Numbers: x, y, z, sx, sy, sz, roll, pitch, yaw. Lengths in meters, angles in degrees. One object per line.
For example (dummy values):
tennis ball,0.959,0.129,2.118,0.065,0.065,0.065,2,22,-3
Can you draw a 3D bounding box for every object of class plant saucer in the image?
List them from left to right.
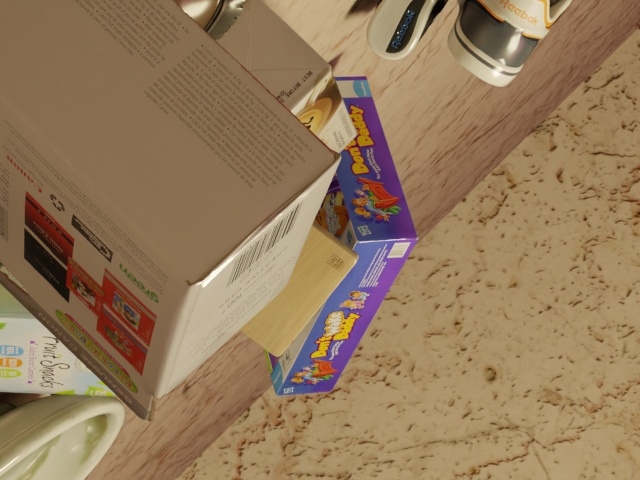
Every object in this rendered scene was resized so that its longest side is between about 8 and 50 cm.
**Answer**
plant saucer,-0.404,0.292,2.277,0.400,0.100,0.400,-42,170,-9

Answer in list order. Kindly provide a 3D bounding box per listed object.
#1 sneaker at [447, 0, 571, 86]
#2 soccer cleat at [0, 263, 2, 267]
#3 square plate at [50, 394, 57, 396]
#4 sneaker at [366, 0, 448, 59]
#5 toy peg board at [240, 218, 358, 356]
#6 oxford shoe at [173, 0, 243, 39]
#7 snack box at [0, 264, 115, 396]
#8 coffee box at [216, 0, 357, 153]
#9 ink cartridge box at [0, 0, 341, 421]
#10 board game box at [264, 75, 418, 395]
sneaker,0.222,-0.296,2.276,0.127,0.126,0.321,-55,-166,27
soccer cleat,-0.327,0.068,1.685,0.060,0.072,0.179,-142,-106,-86
square plate,-0.186,0.022,2.290,0.344,0.049,0.347,-42,170,-24
sneaker,0.125,-0.309,2.230,0.217,0.079,0.121,-54,-177,18
toy peg board,-0.059,0.015,2.229,0.161,0.161,0.079,-51,-175,27
oxford shoe,-0.153,-0.159,1.653,0.096,0.083,0.227,-12,150,-38
snack box,-0.267,0.079,1.826,0.207,0.174,0.070,115,-23,-66
coffee box,-0.071,-0.118,1.990,0.168,0.119,0.297,-45,170,-3
ink cartridge box,-0.161,-0.063,1.264,0.130,0.309,0.272,-42,170,-24
board game box,0.000,0.000,2.388,0.078,0.233,0.347,-3,147,-21
